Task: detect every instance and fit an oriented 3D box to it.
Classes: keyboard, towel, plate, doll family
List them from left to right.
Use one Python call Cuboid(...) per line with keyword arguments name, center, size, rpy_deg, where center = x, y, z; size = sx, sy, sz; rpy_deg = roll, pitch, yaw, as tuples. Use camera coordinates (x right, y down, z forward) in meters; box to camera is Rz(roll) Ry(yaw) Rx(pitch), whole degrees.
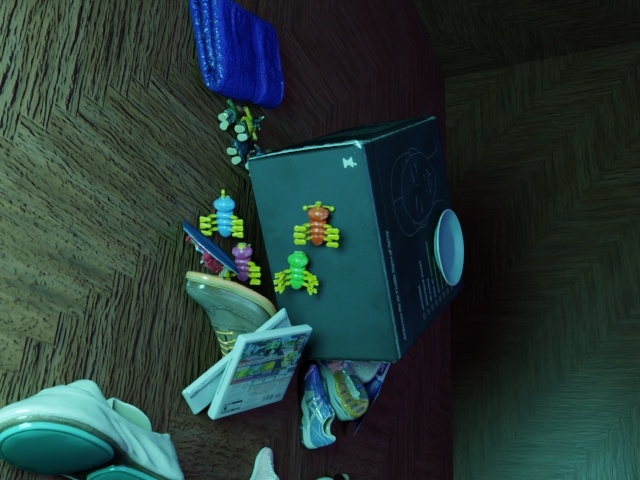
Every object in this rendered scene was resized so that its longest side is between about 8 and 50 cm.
Cuboid(name="keyboard", center=(-0.154, 0.231, 1.294), size=(0.256, 0.014, 0.072), rpy_deg=(-38, 141, -25))
Cuboid(name="towel", center=(-0.173, -0.426, 1.507), size=(0.308, 0.076, 0.227), rpy_deg=(-11, 89, -68))
Cuboid(name="doll family", center=(-0.161, -0.228, 1.513), size=(0.111, 0.076, 0.192), rpy_deg=(-62, 146, -61))
Cuboid(name="plate", center=(0.312, 0.017, 1.642), size=(0.188, 0.024, 0.188), rpy_deg=(9, 79, -59))

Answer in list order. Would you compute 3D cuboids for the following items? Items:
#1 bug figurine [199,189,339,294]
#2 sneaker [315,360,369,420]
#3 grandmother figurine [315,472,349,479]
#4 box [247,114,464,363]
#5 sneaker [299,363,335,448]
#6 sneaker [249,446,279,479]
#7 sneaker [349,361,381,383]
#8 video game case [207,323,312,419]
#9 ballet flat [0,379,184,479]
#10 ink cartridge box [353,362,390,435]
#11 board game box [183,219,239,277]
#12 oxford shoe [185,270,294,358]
Cuboid(name="bug figurine", center=(-0.103, 0.004, 1.377), size=(0.072, 0.279, 0.216), rpy_deg=(-80, 176, -63))
Cuboid(name="sneaker", center=(0.019, 0.339, 1.782), size=(0.112, 0.131, 0.296), rpy_deg=(-6, 68, -33))
Cuboid(name="grandmother figurine", center=(0.048, 0.706, 1.741), size=(0.342, 0.104, 0.207), rpy_deg=(63, 21, -46))
Cuboid(name="box", center=(0.111, -0.023, 1.610), size=(0.472, 0.298, 0.479), rpy_deg=(-31, 113, -59))
Cuboid(name="sneaker", center=(-0.005, 0.420, 1.704), size=(0.080, 0.081, 0.211), rpy_deg=(11, 73, -65))
Cuboid(name="sneaker", center=(-0.109, 0.505, 1.440), size=(0.134, 0.070, 0.050), rpy_deg=(-66, 141, -53))
Cuboid(name="sneaker", center=(0.108, 0.257, 1.937), size=(0.148, 0.131, 0.349), rpy_deg=(95, -4, -58))
Cuboid(name="video game case", center=(-0.117, 0.256, 1.327), size=(0.201, 0.023, 0.183), rpy_deg=(0, 118, -52))
Cuboid(name="ballet flat", center=(-0.319, 0.274, 0.943), size=(0.400, 0.139, 0.139), rpy_deg=(60, 32, -53))
Cuboid(name="ink cartridge box", center=(0.146, 0.436, 1.969), size=(0.208, 0.045, 0.206), rpy_deg=(-56, 171, -54))
Cuboid(name="board game box", center=(-0.217, 0.022, 1.261), size=(0.133, 0.033, 0.169), rpy_deg=(41, 0, -15))
Cuboid(name="oxford shoe", center=(-0.156, 0.183, 1.346), size=(0.363, 0.130, 0.132), rpy_deg=(46, 61, -42))
